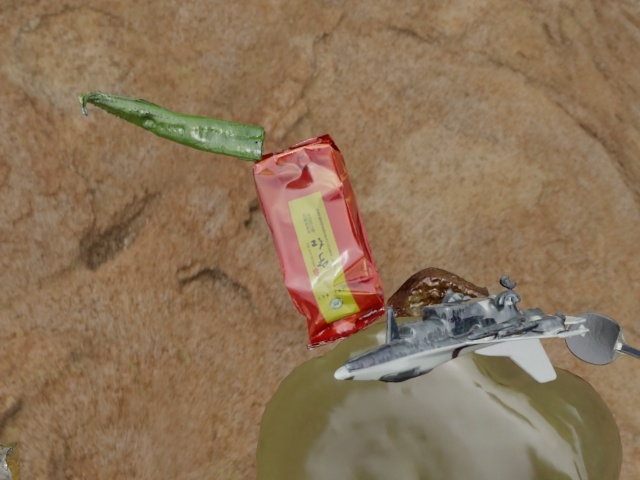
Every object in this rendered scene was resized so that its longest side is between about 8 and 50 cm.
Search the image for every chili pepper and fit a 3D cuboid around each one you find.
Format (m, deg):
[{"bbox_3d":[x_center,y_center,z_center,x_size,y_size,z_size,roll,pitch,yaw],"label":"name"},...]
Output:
[{"bbox_3d":[-0.278,-0.219,1.617,0.359,0.076,0.085,11,59,-15],"label":"chili pepper"}]

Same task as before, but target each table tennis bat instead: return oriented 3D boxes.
[{"bbox_3d":[0.530,0.189,1.571,0.158,0.014,0.095,20,79,17],"label":"table tennis bat"}]

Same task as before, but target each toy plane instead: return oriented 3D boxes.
[{"bbox_3d":[0.105,0.066,0.642,0.234,0.160,0.082,7,83,-37],"label":"toy plane"}]

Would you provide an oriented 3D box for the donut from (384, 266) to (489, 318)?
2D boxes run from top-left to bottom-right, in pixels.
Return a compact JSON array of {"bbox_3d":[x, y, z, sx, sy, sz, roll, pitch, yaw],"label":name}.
[{"bbox_3d":[0.176,0.102,1.295,0.126,0.186,0.144,32,101,-2],"label":"donut"}]

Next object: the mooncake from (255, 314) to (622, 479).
[{"bbox_3d":[0.154,0.318,1.113,0.262,0.467,0.467,-10,67,-58],"label":"mooncake"}]

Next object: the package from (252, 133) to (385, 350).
[{"bbox_3d":[0.000,-0.001,1.786,0.195,0.123,0.424,-19,86,11],"label":"package"}]

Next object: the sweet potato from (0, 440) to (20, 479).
[{"bbox_3d":[-0.540,0.348,1.177,0.112,0.085,0.285,48,35,14],"label":"sweet potato"}]
